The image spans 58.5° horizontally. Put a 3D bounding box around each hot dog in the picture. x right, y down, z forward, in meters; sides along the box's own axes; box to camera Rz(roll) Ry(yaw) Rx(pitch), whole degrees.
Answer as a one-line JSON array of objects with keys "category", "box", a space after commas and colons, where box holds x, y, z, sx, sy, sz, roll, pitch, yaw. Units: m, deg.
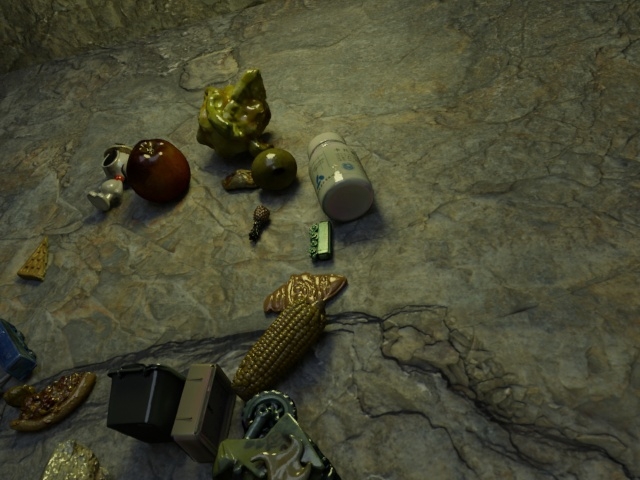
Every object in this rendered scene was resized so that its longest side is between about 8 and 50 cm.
[{"category": "hot dog", "box": [-0.281, -0.220, 2.013, 0.169, 0.061, 0.078, -3, 46, 17]}]

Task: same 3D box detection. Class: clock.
[{"category": "clock", "box": [-0.272, 0.407, 1.355, 0.071, 0.147, 0.192, -6, 46, 15]}]

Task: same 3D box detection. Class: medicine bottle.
[{"category": "medicine bottle", "box": [0.053, -0.208, 1.807, 0.170, 0.170, 0.293, -20, 43, 1]}]

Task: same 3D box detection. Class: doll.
[{"category": "doll", "box": [-0.789, -0.247, 2.167, 0.208, 0.144, 0.271, 28, 57, 27]}]

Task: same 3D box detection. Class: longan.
[{"category": "longan", "box": [-0.160, -0.240, 1.943, 0.154, 0.145, 0.176, 8, -2, -18]}]

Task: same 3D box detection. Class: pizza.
[{"category": "pizza", "box": [-0.728, 0.438, 1.552, 0.246, 0.058, 0.127, -24, 44, -6]}]

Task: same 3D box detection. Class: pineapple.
[{"category": "pineapple", "box": [-0.206, -0.052, 1.835, 0.058, 0.058, 0.124, 7, 56, 25]}]

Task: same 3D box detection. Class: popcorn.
[{"category": "popcorn", "box": [-0.317, -0.440, 2.056, 0.290, 0.321, 0.326, -1, 29, 19]}]

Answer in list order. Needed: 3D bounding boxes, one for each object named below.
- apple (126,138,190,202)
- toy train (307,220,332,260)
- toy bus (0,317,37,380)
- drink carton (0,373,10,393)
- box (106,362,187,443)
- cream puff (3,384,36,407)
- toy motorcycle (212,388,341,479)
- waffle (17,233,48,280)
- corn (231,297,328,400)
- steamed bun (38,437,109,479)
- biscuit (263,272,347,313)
[{"category": "apple", "box": [-0.586, -0.254, 2.051, 0.230, 0.230, 0.230, -10, 46, 11]}, {"category": "toy train", "box": [0.000, 0.000, 1.721, 0.071, 0.038, 0.148, -8, 45, 9]}, {"category": "toy bus", "box": [-0.929, 0.319, 1.712, 0.079, 0.094, 0.236, -41, 48, -20]}, {"category": "drink carton", "box": [-0.969, 0.444, 1.624, 0.084, 0.074, 0.200, 13, 55, 29]}, {"category": "box", "box": [-0.396, 0.395, 1.360, 0.163, 0.243, 0.135, -7, 59, 12]}, {"category": "cream puff", "box": [-0.837, 0.435, 1.589, 0.083, 0.083, 0.058, 5, 65, -30]}, {"category": "toy motorcycle", "box": [-0.074, 0.498, 1.182, 0.237, 0.169, 0.410, -38, 47, -15]}, {"category": "waffle", "box": [-0.974, 0.057, 2.020, 0.125, 0.032, 0.191, 4, 51, 25]}, {"category": "corn", "box": [-0.098, 0.270, 1.449, 0.119, 0.119, 0.322, 25, 65, 36]}, {"category": "steamed bun", "box": [-0.554, 0.578, 1.278, 0.170, 0.200, 0.225, 17, 41, -18]}, {"category": "biscuit", "box": [-0.044, 0.149, 1.604, 0.250, 0.035, 0.162, -19, 49, -1]}]
